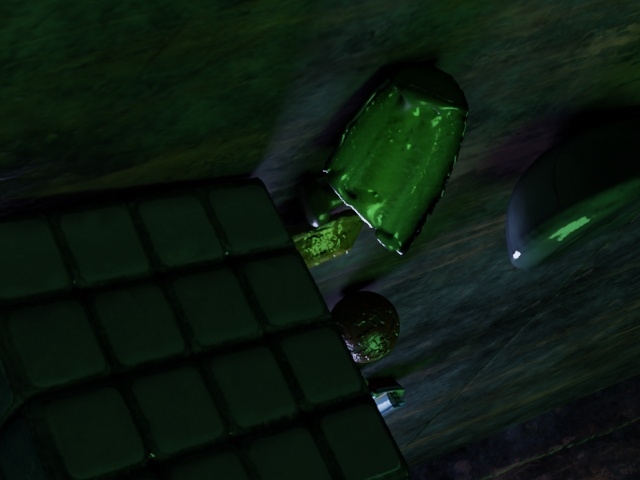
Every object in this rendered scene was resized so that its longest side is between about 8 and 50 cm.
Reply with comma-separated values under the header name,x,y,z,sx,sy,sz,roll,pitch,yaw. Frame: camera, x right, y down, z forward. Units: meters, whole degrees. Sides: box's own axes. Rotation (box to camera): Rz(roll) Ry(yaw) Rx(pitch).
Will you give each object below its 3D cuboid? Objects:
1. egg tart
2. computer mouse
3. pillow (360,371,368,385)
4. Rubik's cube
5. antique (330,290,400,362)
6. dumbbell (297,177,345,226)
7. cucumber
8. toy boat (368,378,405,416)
name,x,y,z,sx,sy,sz,roll,pitch,yaw
egg tart,0.000,0.000,1.347,0.129,0.049,0.129,-18,176,-1
computer mouse,0.345,-0.073,1.531,0.371,0.122,0.188,-16,163,-46
pillow,-0.049,0.280,2.027,0.274,0.076,0.281,-27,162,-2
Rubik's cube,-0.187,0.181,1.164,0.344,0.344,0.337,-11,157,-41
antique,0.059,0.117,1.695,0.104,0.104,0.104,-23,161,-8
dumbbell,0.035,-0.053,1.283,0.118,0.052,0.046,-19,-169,-18
cucumber,0.074,-0.087,1.195,0.086,0.115,0.193,-64,-179,-40
toy boat,0.098,0.292,2.275,0.069,0.059,0.173,-35,159,26
